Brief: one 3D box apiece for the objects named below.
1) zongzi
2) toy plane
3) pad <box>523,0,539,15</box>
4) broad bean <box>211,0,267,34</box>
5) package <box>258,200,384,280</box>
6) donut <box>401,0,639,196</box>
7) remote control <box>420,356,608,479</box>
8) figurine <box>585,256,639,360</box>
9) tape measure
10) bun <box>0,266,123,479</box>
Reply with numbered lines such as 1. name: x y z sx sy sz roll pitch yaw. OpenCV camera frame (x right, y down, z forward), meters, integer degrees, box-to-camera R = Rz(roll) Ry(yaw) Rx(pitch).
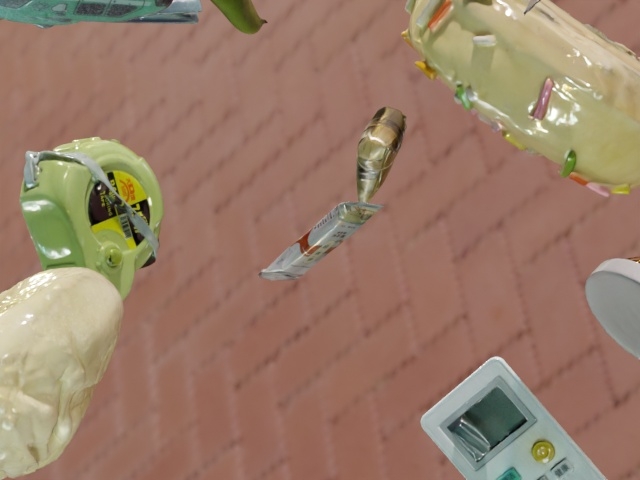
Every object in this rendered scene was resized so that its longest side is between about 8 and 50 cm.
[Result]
1. zongzi: 0.057 -0.079 1.786 0.076 0.040 0.083 -62 -18 -53
2. toy plane: -0.176 -0.155 1.088 0.096 0.235 0.060 128 138 -62
3. pad: 0.259 -0.291 1.503 0.243 0.004 0.163 -42 13 36
4. broad bean: -0.144 -0.337 2.121 0.060 0.297 0.043 -49 38 -6
5. package: 0.000 0.000 1.344 0.110 0.037 0.015 -41 58 37
6. donut: 0.247 -0.188 2.077 0.371 0.307 0.150 39 104 16
7. remote control: 0.226 0.247 1.754 0.103 0.293 0.051 -42 -2 14
8. figurine: 0.328 -0.007 1.521 0.236 0.133 0.176 -45 12 -19
9. tape measure: -0.262 -0.028 2.128 0.106 0.200 0.175 -9 18 43
10. bun: -0.262 0.123 1.619 0.229 0.145 0.229 -28 6 3
